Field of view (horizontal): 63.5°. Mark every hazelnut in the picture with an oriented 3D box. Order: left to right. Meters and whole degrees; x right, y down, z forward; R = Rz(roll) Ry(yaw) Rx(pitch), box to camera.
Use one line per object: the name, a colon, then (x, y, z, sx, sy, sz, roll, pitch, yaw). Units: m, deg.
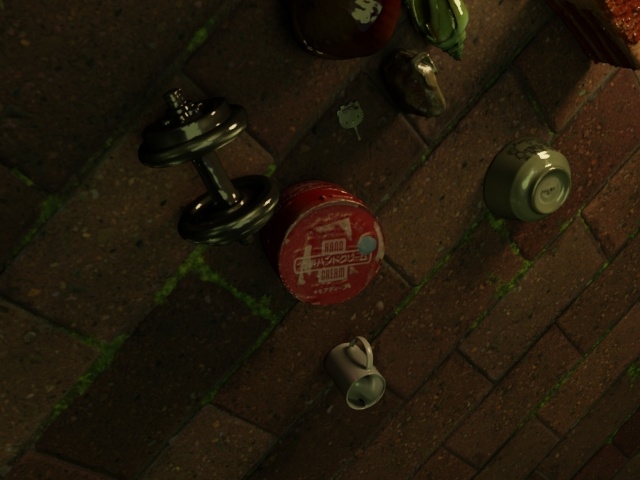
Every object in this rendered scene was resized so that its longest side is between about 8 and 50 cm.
hazelnut: (0.050, -0.393, 0.853, 0.208, 0.208, 0.208, -10, 116, -21)

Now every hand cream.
hand cream: (0.000, 0.000, 1.021, 0.230, 0.149, 0.230, -10, 118, -19)

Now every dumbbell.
dumbbell: (-0.181, -0.112, 0.859, 0.192, 0.192, 0.290, -29, 121, -10)

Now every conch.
conch: (0.221, -0.425, 0.971, 0.095, 0.079, 0.201, -40, 106, 12)

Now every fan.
fan: (0.064, -0.234, 1.026, 0.056, 0.004, 0.083, -29, 122, -10)

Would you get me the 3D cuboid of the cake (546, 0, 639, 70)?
cake: (0.568, -0.457, 1.068, 0.159, 0.158, 0.262, -24, 122, -8)

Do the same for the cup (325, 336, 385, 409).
cup: (0.090, 0.300, 1.206, 0.099, 0.133, 0.136, 35, 95, -32)

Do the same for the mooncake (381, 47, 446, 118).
mooncake: (0.175, -0.292, 0.979, 0.073, 0.125, 0.130, -34, 119, -1)

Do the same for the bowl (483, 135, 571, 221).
bowl: (0.503, -0.132, 1.214, 0.211, 0.112, 0.212, -9, 114, -21)
